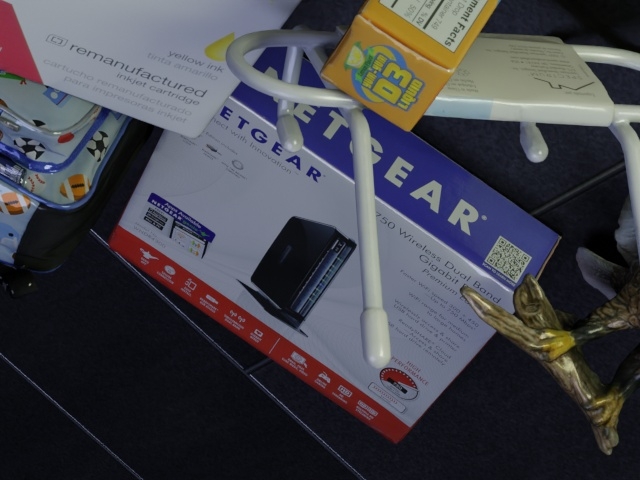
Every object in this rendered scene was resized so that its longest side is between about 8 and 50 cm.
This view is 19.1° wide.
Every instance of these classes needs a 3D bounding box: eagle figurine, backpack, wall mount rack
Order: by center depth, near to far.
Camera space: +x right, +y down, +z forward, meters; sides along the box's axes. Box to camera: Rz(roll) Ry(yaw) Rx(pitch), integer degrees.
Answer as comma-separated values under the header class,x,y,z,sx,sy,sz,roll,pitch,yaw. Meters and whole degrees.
class,x,y,z,sx,sy,sz,roll,pitch,yaw
wall mount rack,0.107,-0.046,1.310,0.350,0.304,0.130,1,121,-16
eagle figurine,0.301,0.042,1.443,0.298,0.225,0.226,-35,153,23
backpack,-0.277,-0.134,1.579,0.263,0.276,0.213,25,135,3

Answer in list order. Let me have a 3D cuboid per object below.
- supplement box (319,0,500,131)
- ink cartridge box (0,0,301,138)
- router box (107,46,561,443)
class,x,y,z,sx,sy,sz,roll,pitch,yaw
supplement box,0.090,-0.182,1.273,0.080,0.233,0.078,35,145,0
ink cartridge box,-0.132,-0.266,1.350,0.279,0.160,0.385,20,147,-16
router box,0.000,0.000,1.683,0.335,0.082,0.301,34,144,1
